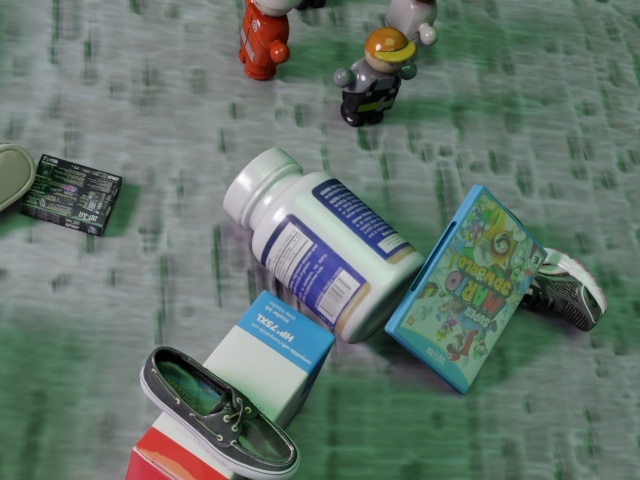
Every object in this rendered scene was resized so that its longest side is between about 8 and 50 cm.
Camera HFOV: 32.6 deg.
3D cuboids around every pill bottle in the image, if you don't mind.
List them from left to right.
[{"bbox_3d":[0.000,0.000,1.057,0.186,0.112,0.112,43,56,15],"label":"pill bottle"}]

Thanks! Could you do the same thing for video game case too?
[{"bbox_3d":[0.142,0.047,1.043,0.119,0.015,0.166,41,75,-33],"label":"video game case"}]

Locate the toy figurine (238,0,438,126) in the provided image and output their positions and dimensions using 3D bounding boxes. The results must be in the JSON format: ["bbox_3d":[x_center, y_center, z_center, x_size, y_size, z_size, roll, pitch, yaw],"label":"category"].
[{"bbox_3d":[0.029,-0.258,1.224,0.209,0.148,0.213,28,53,5],"label":"toy figurine"}]

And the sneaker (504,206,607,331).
[{"bbox_3d":[0.205,0.040,1.125,0.178,0.072,0.077,39,66,22],"label":"sneaker"}]

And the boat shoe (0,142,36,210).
[{"bbox_3d":[-0.365,-0.028,1.021,0.206,0.075,0.065,-35,28,-27],"label":"boat shoe"}]

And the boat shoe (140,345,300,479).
[{"bbox_3d":[-0.075,0.130,0.819,0.142,0.040,0.049,33,54,8],"label":"boat shoe"}]

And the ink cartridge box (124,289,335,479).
[{"bbox_3d":[-0.090,0.168,0.900,0.078,0.134,0.231,34,53,8],"label":"ink cartridge box"}]

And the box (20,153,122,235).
[{"bbox_3d":[-0.245,-0.045,1.078,0.083,0.018,0.067,16,53,-4],"label":"box"}]
